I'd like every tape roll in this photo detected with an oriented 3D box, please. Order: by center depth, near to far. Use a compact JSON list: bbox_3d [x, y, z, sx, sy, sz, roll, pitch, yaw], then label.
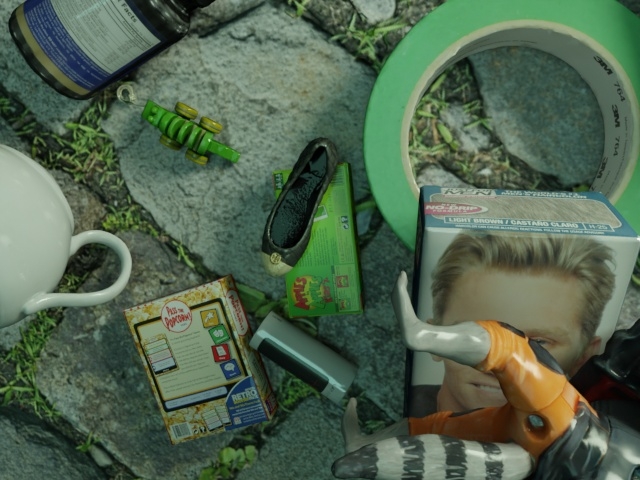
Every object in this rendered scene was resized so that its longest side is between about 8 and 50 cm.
[{"bbox_3d":[0.209,-0.109,0.558,0.321,0.077,0.321,1,98,9],"label":"tape roll"}]

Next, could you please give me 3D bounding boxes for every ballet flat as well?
[{"bbox_3d":[-0.030,-0.037,0.575,0.057,0.049,0.173,23,100,7],"label":"ballet flat"}]

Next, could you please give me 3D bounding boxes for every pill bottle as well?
[{"bbox_3d":[-0.233,-0.269,0.588,0.219,0.123,0.123,-28,92,11],"label":"pill bottle"}]

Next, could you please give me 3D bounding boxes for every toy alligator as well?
[{"bbox_3d":[-0.189,-0.148,0.632,0.190,0.051,0.056,30,101,5],"label":"toy alligator"}]

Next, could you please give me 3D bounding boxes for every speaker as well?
[{"bbox_3d":[-0.020,0.147,0.639,0.136,0.055,0.055,33,101,4],"label":"speaker"}]

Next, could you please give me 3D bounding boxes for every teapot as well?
[{"bbox_3d":[-0.402,-0.026,0.625,0.252,0.187,0.256,1,125,28],"label":"teapot"}]

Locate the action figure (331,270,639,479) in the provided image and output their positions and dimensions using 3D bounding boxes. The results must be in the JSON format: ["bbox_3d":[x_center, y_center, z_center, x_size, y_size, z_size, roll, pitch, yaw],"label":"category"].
[{"bbox_3d":[0.175,0.204,0.410,0.330,0.178,0.341,20,118,8],"label":"action figure"}]

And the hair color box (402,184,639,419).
[{"bbox_3d":[0.178,0.124,0.523,0.174,0.105,0.347,3,117,9],"label":"hair color box"}]

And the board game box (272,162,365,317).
[{"bbox_3d":[0.000,0.000,0.623,0.092,0.043,0.181,-5,96,11],"label":"board game box"}]

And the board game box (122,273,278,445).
[{"bbox_3d":[-0.158,0.158,0.668,0.147,0.045,0.193,-17,94,12],"label":"board game box"}]
